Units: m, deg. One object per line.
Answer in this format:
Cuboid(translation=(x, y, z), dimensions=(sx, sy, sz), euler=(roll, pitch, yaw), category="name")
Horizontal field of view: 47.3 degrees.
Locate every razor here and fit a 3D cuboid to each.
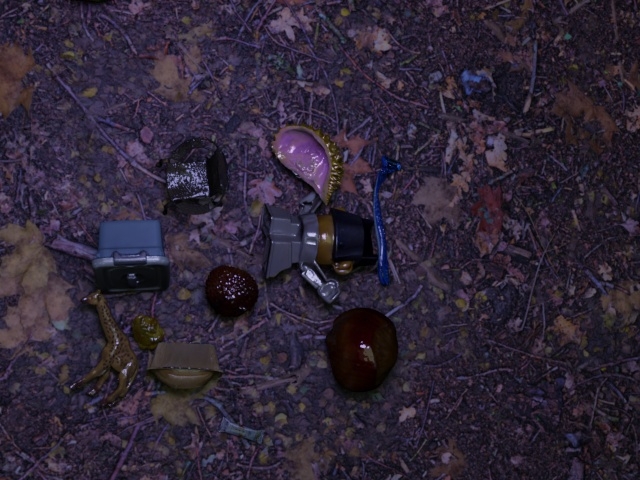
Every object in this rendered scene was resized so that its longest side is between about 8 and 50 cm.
Cuboid(translation=(0.157, -0.048, 1.851), dimensions=(0.056, 0.093, 0.324), euler=(2, 89, 28), category="razor")

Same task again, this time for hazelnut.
Cuboid(translation=(0.106, 0.259, 1.773), dimensions=(0.170, 0.160, 0.202), euler=(36, 41, -20), category="hazelnut")

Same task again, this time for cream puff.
Cuboid(translation=(-0.402, 0.210, 1.704), dimensions=(0.083, 0.083, 0.058), euler=(34, 39, 3), category="cream puff")

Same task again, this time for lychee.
Cuboid(translation=(-0.212, 0.116, 1.721), dimensions=(0.123, 0.123, 0.129), euler=(-26, 83, -13), category="lychee")

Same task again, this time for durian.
Cuboid(translation=(-0.018, -0.198, 1.765), dimensions=(0.132, 0.182, 0.165), euler=(-39, 136, -12), category="durian")

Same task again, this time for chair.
Cuboid(translation=(-0.287, -0.139, 1.677), dimensions=(0.149, 0.213, 0.174), euler=(-6, 86, -18), category="chair")

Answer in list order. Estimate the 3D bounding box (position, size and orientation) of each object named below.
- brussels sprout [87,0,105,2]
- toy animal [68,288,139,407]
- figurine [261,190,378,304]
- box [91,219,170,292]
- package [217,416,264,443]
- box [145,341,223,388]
Cuboid(translation=(-0.525, -0.624, 1.698), dimensions=(0.183, 0.145, 0.131), euler=(2, 112, -7), category="brussels sprout")
Cuboid(translation=(-0.485, 0.249, 1.667), dimensions=(0.149, 0.054, 0.275), euler=(8, 96, -16), category="toy animal")
Cuboid(translation=(0.000, 0.003, 1.763), dimensions=(0.308, 0.143, 0.308), euler=(0, 87, -9), category="figurine")
Cuboid(translation=(-0.420, 0.043, 1.632), dimensions=(0.162, 0.227, 0.130), euler=(-2, 70, -12), category="box")
Cuboid(translation=(-0.189, 0.456, 1.751), dimensions=(0.110, 0.015, 0.037), euler=(20, 87, -9), category="package")
Cuboid(translation=(-0.314, 0.293, 1.693), dimensions=(0.177, 0.111, 0.111), euler=(3, 85, -12), category="box")
